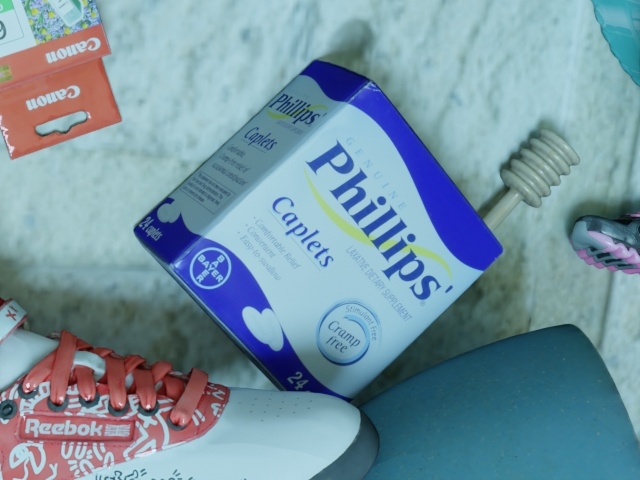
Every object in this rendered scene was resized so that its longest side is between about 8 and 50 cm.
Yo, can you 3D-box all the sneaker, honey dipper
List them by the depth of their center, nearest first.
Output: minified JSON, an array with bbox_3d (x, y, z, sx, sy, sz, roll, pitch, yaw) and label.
[{"bbox_3d":[-0.119,0.074,0.592,0.270,0.090,0.145,-14,107,13],"label":"sneaker"},{"bbox_3d":[0.082,0.004,0.739,0.160,0.030,0.030,-46,115,-1],"label":"honey dipper"},{"bbox_3d":[0.199,-0.006,0.779,0.119,0.047,0.057,13,83,-28],"label":"sneaker"}]

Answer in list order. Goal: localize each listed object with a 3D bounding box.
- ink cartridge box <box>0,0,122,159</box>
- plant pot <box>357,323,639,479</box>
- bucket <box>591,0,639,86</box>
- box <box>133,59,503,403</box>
[{"bbox_3d":[-0.136,-0.099,0.620,0.063,0.029,0.115,-22,110,-16],"label":"ink cartridge box"},{"bbox_3d":[0.055,0.200,0.656,0.196,0.290,0.290,-9,107,-1],"label":"plant pot"},{"bbox_3d":[0.289,-0.162,0.695,0.281,0.183,0.281,-5,105,-20],"label":"bucket"},{"bbox_3d":[0.000,0.000,0.677,0.137,0.072,0.126,-44,116,-7],"label":"box"}]
